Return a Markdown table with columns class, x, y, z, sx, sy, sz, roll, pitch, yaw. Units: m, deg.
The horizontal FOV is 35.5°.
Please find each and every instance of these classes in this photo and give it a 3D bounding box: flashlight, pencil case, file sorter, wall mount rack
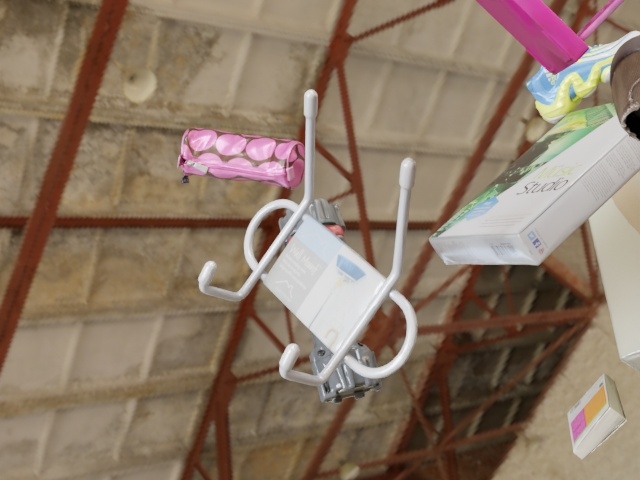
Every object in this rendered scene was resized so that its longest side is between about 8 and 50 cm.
| class | x | y | z | sx | sy | sz | roll | pitch | yaw |
| --- | --- | --- | --- | --- | --- | --- | --- | --- | --- |
| flashlight | 0.019 | 0.090 | 1.521 | 0.103 | 0.304 | 0.103 | -27 | -24 | 22 |
| pencil case | -0.133 | -0.135 | 1.688 | 0.098 | 0.209 | 0.095 | -51 | -35 | -72 |
| file sorter | 0.212 | -0.342 | 1.032 | 0.182 | 0.290 | 0.202 | -46 | -1 | 9 |
| wall mount rack | 0.000 | 0.000 | 1.260 | 0.130 | 0.350 | 0.304 | 24 | -78 | -48 |

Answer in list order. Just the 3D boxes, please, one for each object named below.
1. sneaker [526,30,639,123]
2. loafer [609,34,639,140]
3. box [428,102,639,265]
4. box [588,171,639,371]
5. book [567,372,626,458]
| class | x | y | z | sx | sy | sz | roll | pitch | yaw |
| --- | --- | --- | --- | --- | --- | --- | --- | --- | --- |
| sneaker | 0.495 | -0.339 | 1.899 | 0.240 | 0.126 | 0.091 | -41 | -1 | 10 |
| loafer | 0.486 | -0.123 | 1.066 | 0.134 | 0.365 | 0.130 | 73 | -145 | -47 |
| box | 0.326 | -0.083 | 1.383 | 0.322 | 0.232 | 0.058 | -39 | -77 | -19 |
| box | 0.542 | 0.056 | 1.642 | 0.121 | 0.311 | 0.148 | -24 | -34 | 31 |
| book | 0.433 | 0.277 | 1.588 | 0.096 | 0.035 | 0.144 | -52 | 1 | 19 |
